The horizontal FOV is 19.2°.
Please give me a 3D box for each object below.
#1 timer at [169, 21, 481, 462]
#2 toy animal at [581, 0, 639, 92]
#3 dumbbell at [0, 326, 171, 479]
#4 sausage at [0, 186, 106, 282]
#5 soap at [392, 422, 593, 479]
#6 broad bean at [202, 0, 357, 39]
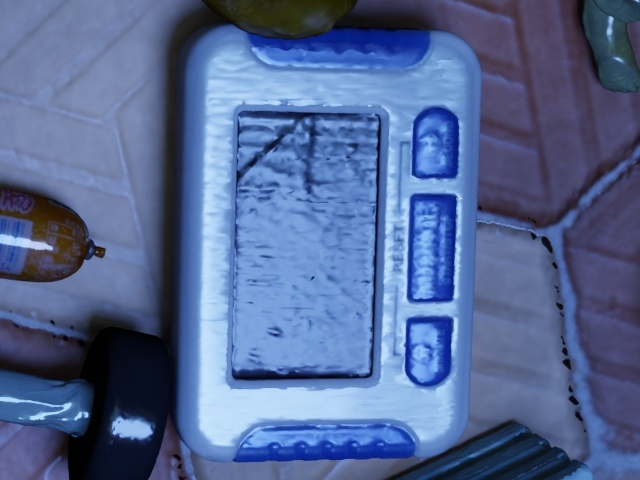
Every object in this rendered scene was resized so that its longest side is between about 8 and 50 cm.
[{"bbox_3d":[0.000,0.000,1.109,0.178,0.078,0.253,1,97,-13],"label":"timer"},{"bbox_3d":[0.162,-0.176,1.128,0.218,0.103,0.101,30,66,-13],"label":"toy animal"},{"bbox_3d":[-0.187,0.085,1.058,0.191,0.100,0.100,13,95,-17],"label":"dumbbell"},{"bbox_3d":[-0.288,-0.023,1.037,0.348,0.053,0.053,10,96,-17],"label":"sausage"},{"bbox_3d":[0.063,0.185,1.136,0.198,0.114,0.063,-22,104,-10],"label":"soap"},{"bbox_3d":[-0.051,-0.216,1.031,0.122,0.156,0.228,-19,101,22],"label":"broad bean"}]
